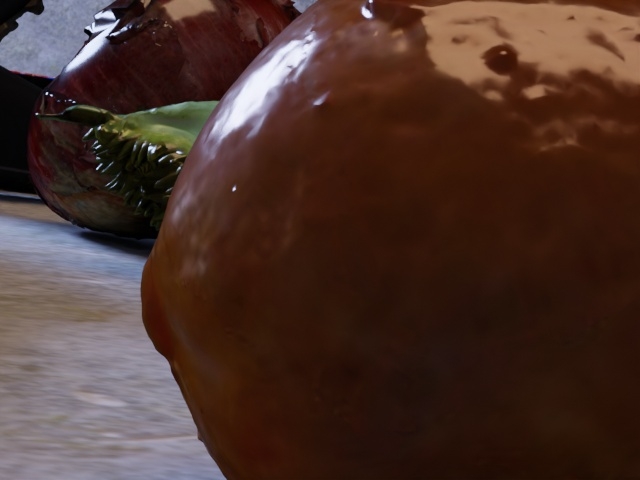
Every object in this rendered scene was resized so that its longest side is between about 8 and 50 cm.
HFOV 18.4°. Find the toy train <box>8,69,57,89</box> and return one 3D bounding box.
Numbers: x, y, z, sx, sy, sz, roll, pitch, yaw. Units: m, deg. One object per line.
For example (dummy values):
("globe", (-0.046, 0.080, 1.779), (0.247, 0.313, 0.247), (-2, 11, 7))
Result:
("toy train", (-0.261, -0.086, 1.367), (0.204, 0.083, 0.131), (6, 6, -34))

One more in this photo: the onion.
("onion", (-0.075, -0.061, 1.115), (0.147, 0.184, 0.184), (52, 11, 5))

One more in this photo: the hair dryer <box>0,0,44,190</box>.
("hair dryer", (-0.168, -0.122, 1.169), (0.303, 0.120, 0.359), (18, -32, -30))

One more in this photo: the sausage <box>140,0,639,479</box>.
("sausage", (0.090, 0.012, 0.503), (0.268, 0.141, 0.153), (8, 4, -9))

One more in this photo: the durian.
("durian", (-0.020, -0.017, 0.963), (0.220, 0.095, 0.137), (10, -12, 25))
